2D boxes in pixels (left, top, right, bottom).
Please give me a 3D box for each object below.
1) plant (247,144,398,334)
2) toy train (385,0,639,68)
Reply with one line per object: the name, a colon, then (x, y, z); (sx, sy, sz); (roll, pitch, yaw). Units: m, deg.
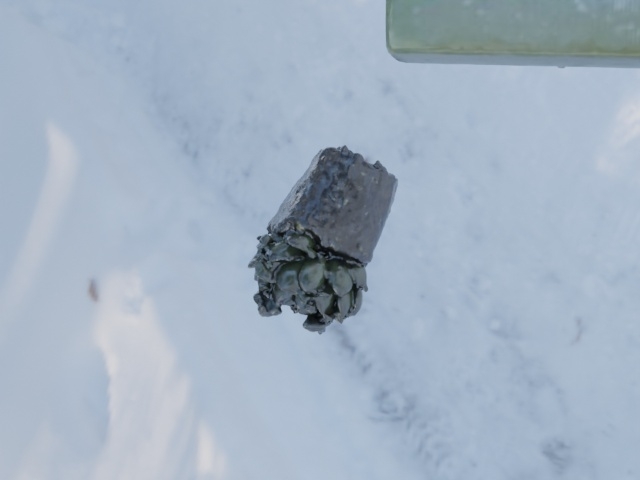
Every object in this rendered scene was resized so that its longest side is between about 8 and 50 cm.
plant: (0.000, 0.000, 0.980); (0.143, 0.094, 0.092); (-67, 22, -6)
toy train: (0.157, -0.152, 0.409); (0.131, 0.299, 0.202); (-59, -30, -65)
